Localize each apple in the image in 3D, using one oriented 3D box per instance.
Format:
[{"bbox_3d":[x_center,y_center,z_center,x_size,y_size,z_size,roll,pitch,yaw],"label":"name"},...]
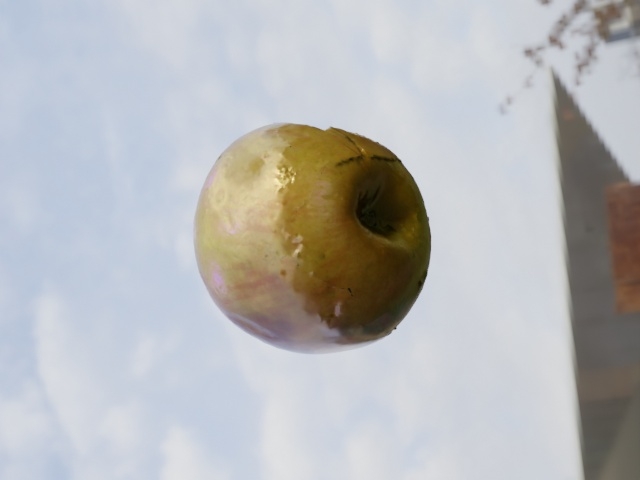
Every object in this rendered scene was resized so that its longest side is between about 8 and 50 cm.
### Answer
[{"bbox_3d":[0.000,0.000,0.826,0.146,0.146,0.147,38,-133,-56],"label":"apple"}]
